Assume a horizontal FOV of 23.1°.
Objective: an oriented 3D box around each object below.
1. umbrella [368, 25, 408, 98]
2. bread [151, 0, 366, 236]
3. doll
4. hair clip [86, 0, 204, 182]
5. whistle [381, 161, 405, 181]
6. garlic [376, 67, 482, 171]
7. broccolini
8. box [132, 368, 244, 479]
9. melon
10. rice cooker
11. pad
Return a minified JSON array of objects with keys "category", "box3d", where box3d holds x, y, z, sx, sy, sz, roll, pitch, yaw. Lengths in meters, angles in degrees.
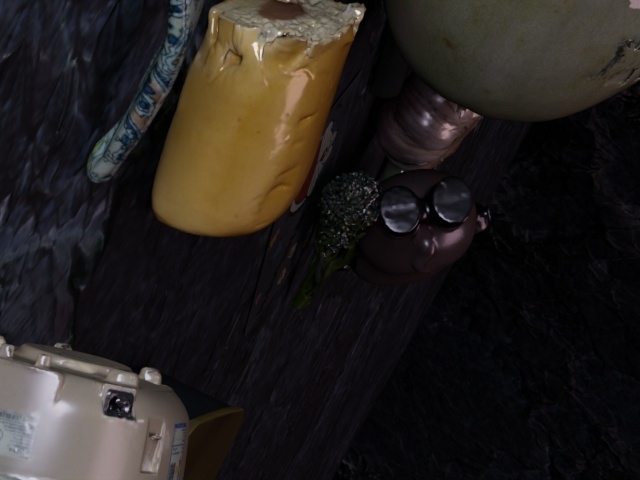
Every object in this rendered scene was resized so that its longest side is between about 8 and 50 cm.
[{"category":"umbrella","box3d":[0.077,-0.194,1.561,0.133,0.031,0.036,106,12,-45]},{"category":"bread","box3d":[-0.040,-0.083,1.031,0.134,0.085,0.173,-46,160,-61]},{"category":"doll","box3d":[0.095,-0.013,1.729,0.257,0.182,0.117,128,-46,-83]},{"category":"hair clip","box3d":[-0.081,-0.126,0.836,0.066,0.036,0.229,-82,-168,-61]},{"category":"whistle","box3d":[0.147,-0.165,1.929,0.258,0.067,0.126,-62,170,3]},{"category":"garlic","box3d":[0.122,-0.146,1.721,0.147,0.102,0.159,-44,174,-24]},{"category":"broccolini","box3d":[0.019,0.006,1.639,0.203,0.068,0.091,104,-5,-52]},{"category":"box","box3d":[-0.140,0.173,1.156,0.144,0.090,0.201,-65,171,3]},{"category":"melon","box3d":[0.196,-0.242,1.341,0.330,0.268,0.268,-54,176,28]},{"category":"rice cooker","box3d":[-0.145,0.118,0.829,0.206,0.145,0.127,45,60,-77]},{"category":"pad","box3d":[-0.017,-0.035,1.549,0.170,0.006,0.245,-56,167,-44]}]
